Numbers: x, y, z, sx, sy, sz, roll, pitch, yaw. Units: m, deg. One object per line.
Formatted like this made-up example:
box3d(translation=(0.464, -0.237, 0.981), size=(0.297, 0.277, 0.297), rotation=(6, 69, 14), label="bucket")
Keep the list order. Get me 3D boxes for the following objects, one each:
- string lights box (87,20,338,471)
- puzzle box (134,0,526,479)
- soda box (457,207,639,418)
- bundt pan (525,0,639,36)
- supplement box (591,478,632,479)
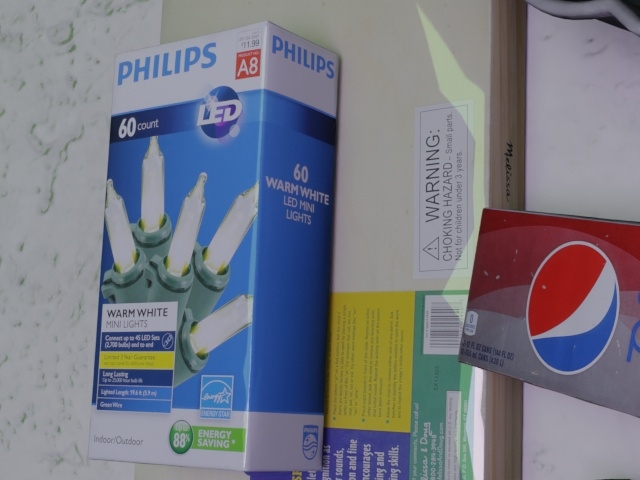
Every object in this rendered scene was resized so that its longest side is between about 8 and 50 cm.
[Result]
box3d(translation=(-0.065, 0.008, 0.721), size=(0.133, 0.076, 0.260), rotation=(-5, 79, 37), label="string lights box")
box3d(translation=(0.000, 0.000, 0.756), size=(0.272, 0.052, 0.409), rotation=(-3, 81, 35), label="puzzle box")
box3d(translation=(0.177, 0.041, 0.541), size=(0.263, 0.083, 0.092), rotation=(12, 91, 60), label="soda box")
box3d(translation=(0.225, -0.238, 0.574), size=(0.330, 0.124, 0.331), rotation=(-16, 66, 39), label="bundt pan")
box3d(translation=(0.145, 0.229, 0.595), size=(0.104, 0.080, 0.188), rotation=(31, 100, 35), label="supplement box")
